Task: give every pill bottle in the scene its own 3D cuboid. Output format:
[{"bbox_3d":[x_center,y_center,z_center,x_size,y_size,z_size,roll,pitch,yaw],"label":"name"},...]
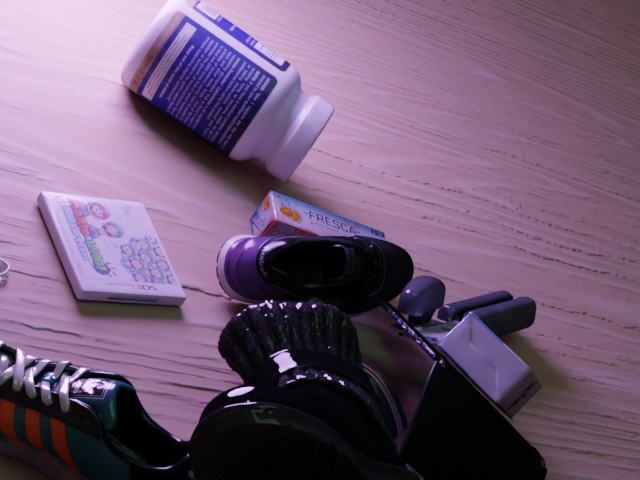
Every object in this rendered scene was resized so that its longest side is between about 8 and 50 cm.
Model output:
[{"bbox_3d":[-0.122,-0.202,1.925,0.265,0.153,0.153,35,32,-4],"label":"pill bottle"}]

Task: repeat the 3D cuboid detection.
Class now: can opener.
[{"bbox_3d":[0.196,0.086,1.904,0.076,0.095,0.283,15,15,36],"label":"can opener"}]

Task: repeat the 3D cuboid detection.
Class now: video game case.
[{"bbox_3d":[-0.242,0.009,1.659,0.143,0.019,0.157,6,43,-41],"label":"video game case"}]

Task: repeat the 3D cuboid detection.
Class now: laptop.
[{"bbox_3d":[0.145,0.231,1.687,0.234,0.136,0.264,46,0,-30],"label":"laptop"}]

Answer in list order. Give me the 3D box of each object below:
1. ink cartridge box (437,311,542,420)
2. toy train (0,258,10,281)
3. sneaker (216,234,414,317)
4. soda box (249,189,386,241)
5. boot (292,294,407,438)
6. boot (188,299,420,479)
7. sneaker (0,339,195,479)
[{"bbox_3d":[0.216,0.160,1.785,0.104,0.061,0.181,45,0,20],"label":"ink cartridge box"},{"bbox_3d":[-0.398,0.003,1.487,0.166,0.046,0.125,28,33,-14],"label":"toy train"},{"bbox_3d":[0.023,0.042,1.753,0.283,0.124,0.107,0,85,-37],"label":"sneaker"},{"bbox_3d":[0.000,0.000,1.873,0.183,0.058,0.063,21,35,-27],"label":"soda box"},{"bbox_3d":[-0.005,0.177,1.651,0.198,0.077,0.137,49,51,7],"label":"boot"},{"bbox_3d":[-0.041,0.156,1.428,0.348,0.131,0.260,39,22,-52],"label":"boot"},{"bbox_3d":[-0.247,0.156,1.366,0.302,0.121,0.108,33,32,-7],"label":"sneaker"}]
